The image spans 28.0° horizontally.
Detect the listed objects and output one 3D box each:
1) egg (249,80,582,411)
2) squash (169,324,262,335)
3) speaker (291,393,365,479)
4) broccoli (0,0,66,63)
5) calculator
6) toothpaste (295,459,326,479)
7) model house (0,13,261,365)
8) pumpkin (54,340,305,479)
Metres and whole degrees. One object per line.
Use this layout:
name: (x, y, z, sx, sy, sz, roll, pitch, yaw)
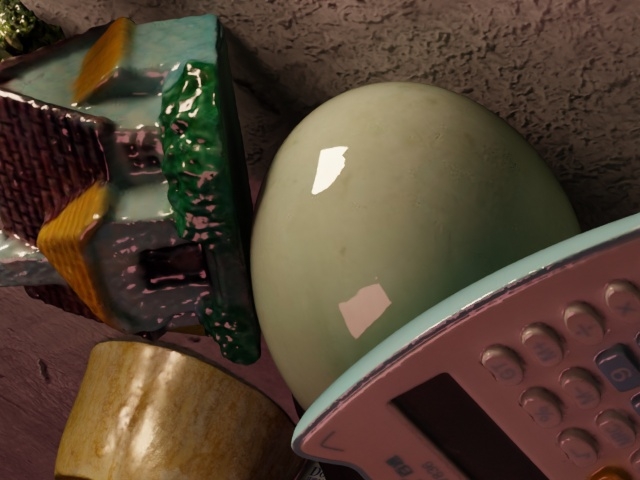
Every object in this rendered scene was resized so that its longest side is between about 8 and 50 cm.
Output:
egg: (0.086, 0.044, 1.064, 0.276, 0.276, 0.389, 4, 137, 32)
squash: (-0.146, 0.011, 1.424, 0.189, 0.189, 0.260, 8, 179, 27)
speaker: (0.057, 0.246, 1.456, 0.180, 0.184, 0.388, 11, 143, 24)
broccoli: (-0.313, -0.133, 1.200, 0.198, 0.176, 0.226, -29, 154, 18)
calculator: (0.188, 0.106, 0.893, 0.386, 0.054, 0.256, -29, 122, 25)
toothpaste: (0.115, 0.344, 1.661, 0.312, 0.071, 0.089, 3, 136, 34)
model house: (-0.190, -0.039, 1.108, 0.248, 0.230, 0.281, -7, 131, 0)
pumpkin: (-0.208, 0.302, 1.719, 0.332, 0.199, 0.332, 21, 146, 15)
